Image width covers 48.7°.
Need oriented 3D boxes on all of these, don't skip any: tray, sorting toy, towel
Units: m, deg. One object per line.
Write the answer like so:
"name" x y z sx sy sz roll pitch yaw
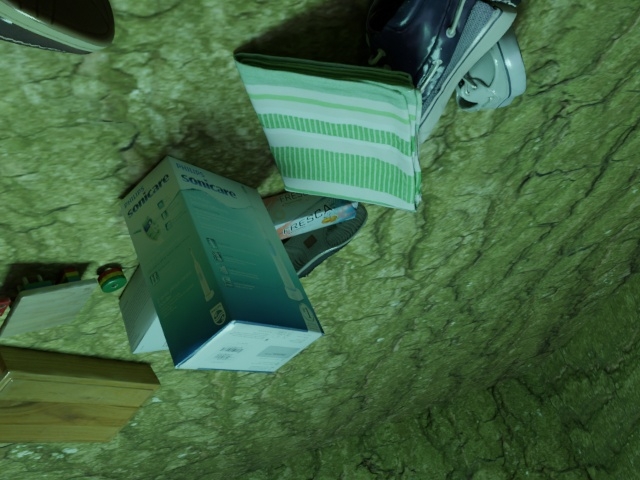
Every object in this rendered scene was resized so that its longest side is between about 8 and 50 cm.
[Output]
"tray" -0.551 0.339 1.499 0.203 0.076 0.411 -47 148 11
"sorting toy" -0.472 0.101 1.188 0.274 0.046 0.132 -11 153 -46
"towel" 0.027 -0.143 1.026 0.247 0.038 0.325 11 157 14

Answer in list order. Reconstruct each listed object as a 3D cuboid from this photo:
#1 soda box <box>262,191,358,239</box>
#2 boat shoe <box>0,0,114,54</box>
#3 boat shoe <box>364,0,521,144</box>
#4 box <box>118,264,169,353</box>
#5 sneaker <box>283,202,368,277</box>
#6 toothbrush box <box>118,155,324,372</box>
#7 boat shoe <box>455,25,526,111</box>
"soda box" -0.028 -0.054 1.261 0.183 0.063 0.058 -17 154 -13
"boat shoe" -0.347 -0.241 0.614 0.123 0.123 0.342 -24 158 34
"boat shoe" 0.109 -0.248 0.979 0.158 0.127 0.341 8 139 -26
"box" -0.254 0.110 1.319 0.180 0.119 0.182 -2 146 -37
"sneaker" 0.000 0.000 1.393 0.222 0.083 0.118 -35 171 7
"toothbrush box" -0.151 0.041 1.076 0.126 0.296 0.216 -38 151 23
"boat shoe" 0.242 -0.246 1.052 0.088 0.096 0.267 -17 180 7
